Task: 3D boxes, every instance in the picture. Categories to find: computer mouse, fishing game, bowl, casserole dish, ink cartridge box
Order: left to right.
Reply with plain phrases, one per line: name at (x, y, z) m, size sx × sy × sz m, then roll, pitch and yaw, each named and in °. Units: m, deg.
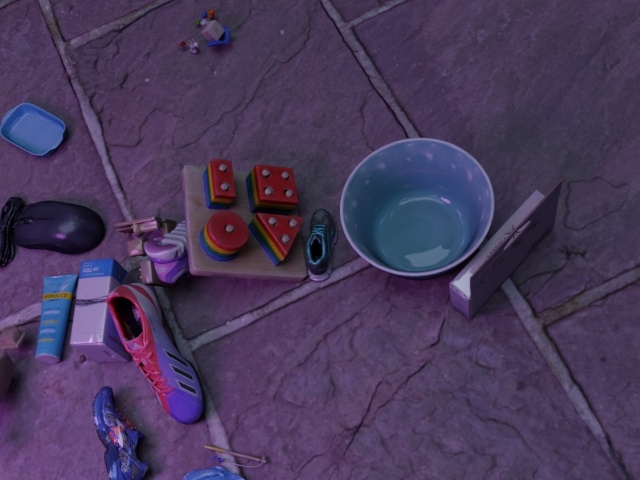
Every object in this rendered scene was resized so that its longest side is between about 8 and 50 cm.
casserole dish at (-0.710, -0.270, 2.191) m, size 0.188 × 0.037 × 0.114 m, roll 28°, pitch 73°, yaw 20°
computer mouse at (-0.640, -0.029, 2.044) m, size 0.272 × 0.072 × 0.188 m, roll 0°, pitch 64°, yaw 11°
ink cartridge box at (-0.459, 0.152, 1.885) m, size 0.082 × 0.139 × 0.190 m, roll -3°, pitch 64°, yaw 11°
fishing game at (-0.214, 0.533, 1.717) m, size 0.189 × 0.041 × 0.264 m, roll 6°, pitch 58°, yaw 13°
bowl at (0.205, -0.039, 1.836) m, size 0.312 × 0.163 × 0.311 m, roll -4°, pitch 64°, yaw 9°
ink cartridge box at (0.362, 0.008, 1.740) m, size 0.060 × 0.239 × 0.275 m, roll 39°, pitch 77°, yaw 24°

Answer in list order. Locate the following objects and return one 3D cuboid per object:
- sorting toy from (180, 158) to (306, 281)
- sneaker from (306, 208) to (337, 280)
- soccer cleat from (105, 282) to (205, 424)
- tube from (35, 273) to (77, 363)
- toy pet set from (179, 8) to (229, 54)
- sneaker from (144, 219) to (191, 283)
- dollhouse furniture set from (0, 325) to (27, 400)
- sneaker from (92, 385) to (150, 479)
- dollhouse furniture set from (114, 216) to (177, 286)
sorting toy at (-0.152, -0.051, 1.878) m, size 0.257 × 0.089 × 0.255 m, roll 5°, pitch 60°, yaw -27°
sneaker at (0.000, 0.000, 1.905) m, size 0.065 × 0.076 × 0.166 m, roll -3°, pitch 65°, yaw 8°
soccer cleat at (-0.342, 0.236, 1.796) m, size 0.109 × 0.116 × 0.318 m, roll -28°, pitch 83°, yaw 14°
tube at (-0.591, 0.170, 1.959) m, size 0.080 × 0.052 × 0.207 m, roll -2°, pitch 59°, yaw 2°
toy pet set at (-0.276, -0.520, 2.226) m, size 0.114 × 0.065 × 0.122 m, roll 4°, pitch 57°, yaw 51°
sneaker at (-0.283, 0.022, 1.915) m, size 0.095 × 0.104 × 0.236 m, roll 9°, pitch 26°, yaw 32°
dollhouse furniture set at (-0.804, 0.371, 1.881) m, size 0.304 × 0.173 × 0.355 m, roll -4°, pitch 38°, yaw 17°
sneaker at (-0.406, 0.400, 1.804) m, size 0.087 × 0.083 × 0.221 m, roll -17°, pitch 68°, yaw -12°
dollhouse furniture set at (-0.398, 0.033, 1.945) m, size 0.123 × 0.144 × 0.151 m, roll -10°, pitch 81°, yaw 17°
